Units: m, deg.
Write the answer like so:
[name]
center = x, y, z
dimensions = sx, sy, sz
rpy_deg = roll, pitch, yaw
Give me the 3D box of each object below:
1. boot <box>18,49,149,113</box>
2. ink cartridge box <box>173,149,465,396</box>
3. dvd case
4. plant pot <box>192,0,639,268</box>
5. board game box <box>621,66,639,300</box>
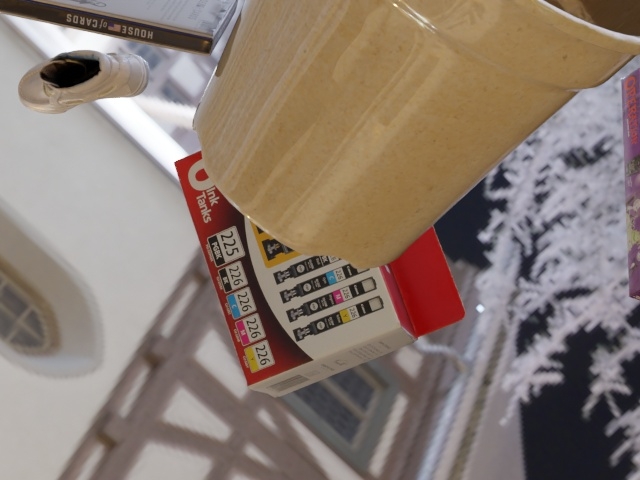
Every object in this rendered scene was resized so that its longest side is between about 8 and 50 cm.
[boot]
center = -0.400, -0.256, 1.974
dimensions = 0.258, 0.095, 0.123
rpy_deg = -6, 174, 30
[ink cartridge box]
center = 0.000, 0.000, 1.590
dimensions = 0.272, 0.309, 0.130
rpy_deg = -23, 163, 8
[dvd case]
center = -0.224, -0.271, 1.448
dimensions = 0.179, 0.239, 0.029
rpy_deg = -77, 180, -63
[plant pot]
center = 0.061, -0.154, 1.042
dimensions = 0.305, 0.334, 0.334
rpy_deg = -54, -167, 31
[board game box]
center = 0.511, -0.056, 1.761
dimensions = 0.056, 0.208, 0.347
rpy_deg = -41, -142, 54
